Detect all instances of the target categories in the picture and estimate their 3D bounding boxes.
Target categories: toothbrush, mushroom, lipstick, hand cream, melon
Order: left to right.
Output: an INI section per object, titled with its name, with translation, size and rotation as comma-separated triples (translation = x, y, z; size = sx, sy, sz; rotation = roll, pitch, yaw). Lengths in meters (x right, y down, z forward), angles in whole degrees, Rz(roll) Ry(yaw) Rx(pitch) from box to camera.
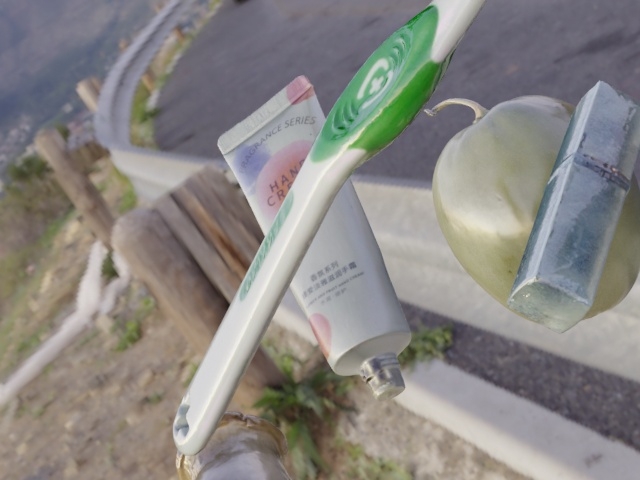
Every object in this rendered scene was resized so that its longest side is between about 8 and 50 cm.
[mushroom]
translation = -0.069, 0.313, 1.043
size = 0.154, 0.137, 0.407
rotation = -27, 26, -1
[hand cream]
translation = 0.000, 0.000, 1.076
size = 0.124, 0.340, 0.078
rotation = -36, -27, 21
[toothbrush]
translation = 0.018, -0.039, 0.348
size = 0.304, 0.030, 0.030
rotation = -61, 2, 27
[melon]
translation = 0.278, -0.042, 1.421
size = 0.272, 0.308, 0.272
rotation = -28, 22, 13
[lipstick]
translation = 0.270, -0.037, 1.159
size = 0.289, 0.076, 0.077
rotation = -62, 3, -34
